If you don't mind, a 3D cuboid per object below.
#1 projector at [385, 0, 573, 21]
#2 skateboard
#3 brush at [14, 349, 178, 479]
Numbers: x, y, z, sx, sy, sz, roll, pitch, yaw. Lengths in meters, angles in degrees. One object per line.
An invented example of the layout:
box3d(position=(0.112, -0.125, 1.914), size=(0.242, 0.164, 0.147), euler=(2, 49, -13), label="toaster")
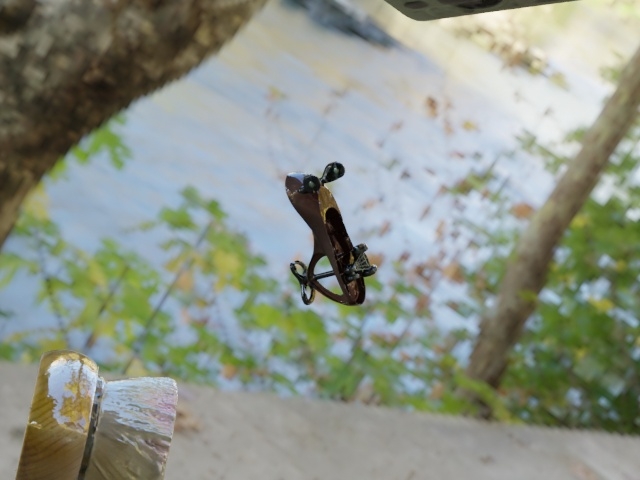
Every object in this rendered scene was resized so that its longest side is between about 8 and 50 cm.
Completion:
box3d(position=(0.156, -0.351, 1.467), size=(0.249, 0.248, 0.248), euler=(-3, -20, 35), label="projector")
box3d(position=(0.000, 0.000, 1.680), size=(0.067, 0.080, 0.151), euler=(-30, 102, -60), label="skateboard")
box3d(position=(-0.246, 0.217, 1.807), size=(0.166, 0.174, 0.266), euler=(13, -5, -6), label="brush")
